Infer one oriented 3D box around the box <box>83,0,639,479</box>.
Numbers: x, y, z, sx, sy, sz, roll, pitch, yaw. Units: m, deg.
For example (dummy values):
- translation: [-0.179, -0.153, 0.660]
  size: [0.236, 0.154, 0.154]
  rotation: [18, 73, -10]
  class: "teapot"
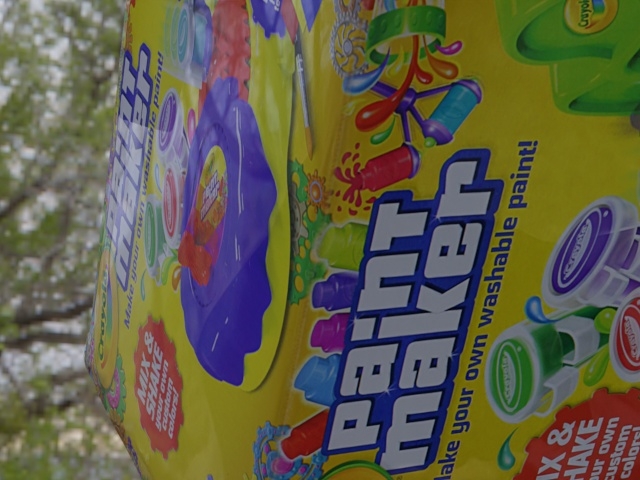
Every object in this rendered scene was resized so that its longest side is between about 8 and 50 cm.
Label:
- translation: [0.082, -0.041, 0.482]
  size: [0.279, 0.290, 0.177]
  rotation: [-4, 31, -26]
  class: "box"
